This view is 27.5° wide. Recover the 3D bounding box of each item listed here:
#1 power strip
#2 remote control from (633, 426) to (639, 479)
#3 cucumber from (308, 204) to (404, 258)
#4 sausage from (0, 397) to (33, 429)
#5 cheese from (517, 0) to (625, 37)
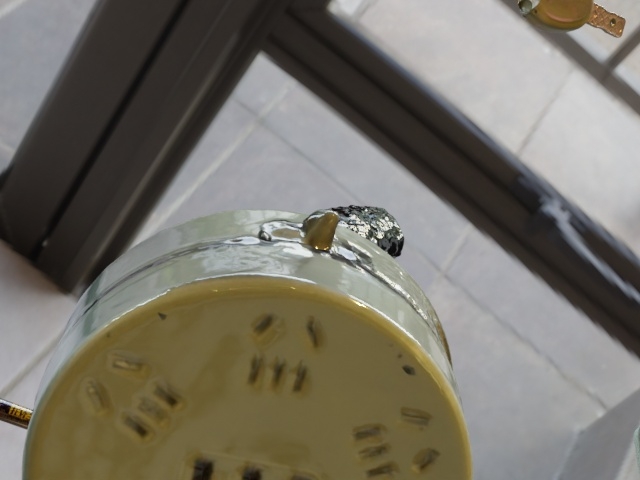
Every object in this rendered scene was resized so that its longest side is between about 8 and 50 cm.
[{"bbox_3d":[-0.051,0.144,1.008,0.357,0.357,0.161,30,17,-11],"label":"power strip"},{"bbox_3d":[0.503,0.401,1.756,0.128,0.065,0.335,21,48,-26],"label":"remote control"},{"bbox_3d":[0.001,-0.003,1.163,0.211,0.078,0.062,0,75,-65],"label":"cucumber"},{"bbox_3d":[-0.316,0.212,1.510,0.198,0.025,0.028,20,60,-6],"label":"sausage"},{"bbox_3d":[0.339,-0.308,1.720,0.192,0.037,0.097,14,93,-40],"label":"cheese"}]
